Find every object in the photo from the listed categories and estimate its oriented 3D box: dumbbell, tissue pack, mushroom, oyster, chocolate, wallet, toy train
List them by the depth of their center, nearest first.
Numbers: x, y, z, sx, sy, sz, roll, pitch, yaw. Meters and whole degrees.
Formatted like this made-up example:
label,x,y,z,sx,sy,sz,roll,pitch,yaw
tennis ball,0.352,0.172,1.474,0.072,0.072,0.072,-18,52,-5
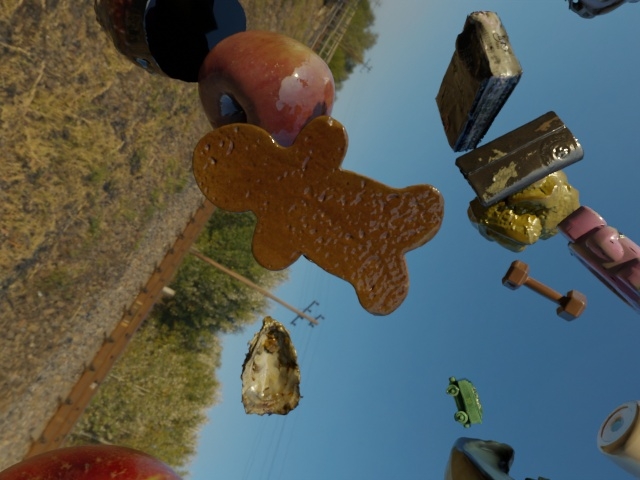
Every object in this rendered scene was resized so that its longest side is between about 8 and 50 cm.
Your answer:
label,x,y,z,sx,sy,sz,roll,pitch,yaw
mushroom,0.297,0.461,0.687,0.267,0.190,0.164,-157,-92,-74
oyster,-0.088,0.218,0.704,0.056,0.105,0.177,-60,141,-82
chocolate,-0.346,-0.494,0.915,0.340,0.210,0.225,-41,154,-58
wallet,0.568,-0.236,1.172,0.321,0.170,0.044,-26,167,0
tissue pack,0.430,-0.443,1.178,0.332,0.123,0.245,94,-13,-67
dumbbell,0.666,0.149,1.225,0.092,0.231,0.082,-38,153,-47
toy train,0.503,0.558,1.424,0.099,0.172,0.070,-20,165,20

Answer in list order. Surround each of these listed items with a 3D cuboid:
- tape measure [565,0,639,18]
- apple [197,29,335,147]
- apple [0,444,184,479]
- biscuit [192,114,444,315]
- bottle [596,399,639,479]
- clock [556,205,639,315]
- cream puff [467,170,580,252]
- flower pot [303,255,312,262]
label,x,y,z,sx,sy,sz,roll,pitch,yaw
tape measure,0.434,-0.423,0.528,0.197,0.236,0.120,-7,-132,16
apple,-0.119,-0.327,0.930,0.235,0.305,0.306,-43,-179,-35
apple,-0.322,0.440,0.513,0.348,0.349,0.277,-83,-161,-61
biscuit,-0.012,-0.066,0.708,0.064,0.432,0.283,-70,-175,-76
bottle,0.743,0.471,0.866,0.147,0.236,0.147,-44,158,-24
clock,0.601,0.059,0.808,0.090,0.228,0.248,-46,-160,20
cream puff,0.662,-0.118,1.357,0.270,0.323,0.274,-43,146,-33
flower pot,0.000,0.000,1.167,0.089,0.111,0.111,117,-4,-59
